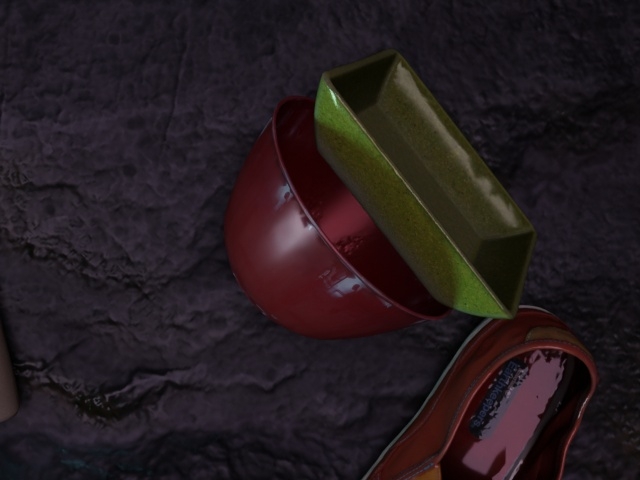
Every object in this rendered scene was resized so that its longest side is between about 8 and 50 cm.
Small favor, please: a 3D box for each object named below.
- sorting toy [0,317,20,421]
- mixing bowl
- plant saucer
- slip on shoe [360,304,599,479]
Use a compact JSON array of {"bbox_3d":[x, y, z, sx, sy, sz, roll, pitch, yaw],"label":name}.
[{"bbox_3d":[-0.313,0.052,0.543,0.196,0.047,0.347,-12,81,-30],"label":"sorting toy"},{"bbox_3d":[0.000,0.000,0.578,0.098,0.181,0.181,-37,93,26],"label":"mixing bowl"},{"bbox_3d":[0.072,-0.041,0.583,0.045,0.188,0.188,-37,93,25],"label":"plant saucer"},{"bbox_3d":[0.094,0.197,0.601,0.123,0.101,0.331,32,87,-6],"label":"slip on shoe"}]
